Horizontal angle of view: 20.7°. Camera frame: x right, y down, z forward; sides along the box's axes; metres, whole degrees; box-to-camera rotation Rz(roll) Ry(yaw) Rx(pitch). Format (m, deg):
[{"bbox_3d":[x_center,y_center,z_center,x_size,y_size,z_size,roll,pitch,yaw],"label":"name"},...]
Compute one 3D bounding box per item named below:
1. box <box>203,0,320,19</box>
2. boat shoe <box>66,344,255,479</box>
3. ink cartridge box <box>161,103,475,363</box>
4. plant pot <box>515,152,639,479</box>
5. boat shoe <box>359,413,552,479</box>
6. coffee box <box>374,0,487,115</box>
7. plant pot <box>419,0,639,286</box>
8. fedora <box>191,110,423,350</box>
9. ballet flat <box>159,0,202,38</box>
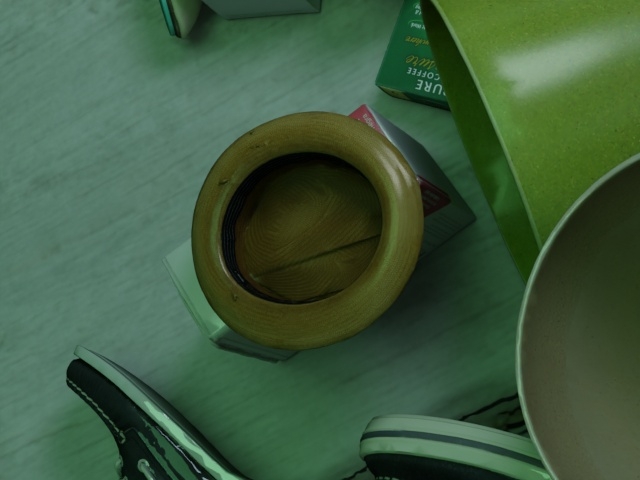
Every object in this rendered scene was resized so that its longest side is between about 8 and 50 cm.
[{"bbox_3d":[-0.059,-0.258,1.578,0.101,0.102,0.087,-1,75,23],"label":"box"},{"bbox_3d":[-0.122,0.203,1.484,0.302,0.114,0.091,37,88,27],"label":"boat shoe"},{"bbox_3d":[0.000,0.000,1.454,0.218,0.158,0.092,-39,69,11],"label":"ink cartridge box"},{"bbox_3d":[0.300,0.081,1.177,0.284,0.191,0.284,-5,80,30],"label":"plant pot"},{"bbox_3d":[0.232,0.268,1.276,0.500,0.187,0.156,25,82,22],"label":"boat shoe"},{"bbox_3d":[0.129,-0.201,1.514,0.113,0.040,0.184,16,83,28],"label":"coffee box"},{"bbox_3d":[0.262,-0.115,1.334,0.293,0.275,0.275,-21,69,0],"label":"plant pot"},{"bbox_3d":[-0.002,-0.004,1.326,0.194,0.079,0.194,-4,81,26],"label":"fedora"},{"bbox_3d":[-0.139,-0.305,1.643,0.086,0.086,0.248,-27,67,16],"label":"ballet flat"}]
